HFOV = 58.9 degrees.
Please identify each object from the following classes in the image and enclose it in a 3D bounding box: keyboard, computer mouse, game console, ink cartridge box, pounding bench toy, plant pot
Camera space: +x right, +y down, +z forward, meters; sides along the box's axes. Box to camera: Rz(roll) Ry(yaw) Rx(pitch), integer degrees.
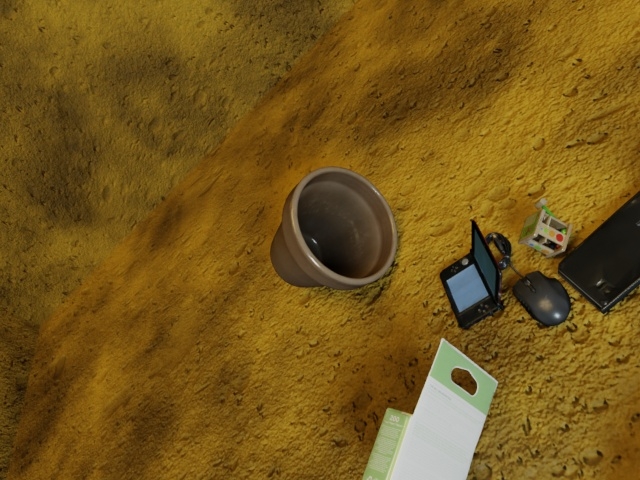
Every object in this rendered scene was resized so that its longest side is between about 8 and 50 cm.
[{"bbox_3d":[0.519,-0.010,0.814,0.317,0.033,0.201,-45,33,11],"label":"keyboard"},{"bbox_3d":[0.337,0.054,0.958,0.071,0.041,0.242,-44,34,12],"label":"computer mouse"},{"bbox_3d":[0.261,0.060,1.001,0.124,0.085,0.144,-36,36,21],"label":"game console"},{"bbox_3d":[0.165,0.281,0.831,0.056,0.171,0.235,-2,57,49],"label":"ink cartridge box"},{"bbox_3d":[0.383,-0.023,0.948,0.083,0.065,0.052,-65,4,-19],"label":"pounding bench toy"},{"bbox_3d":[0.000,0.000,1.250,0.229,0.263,0.263,-33,35,53],"label":"plant pot"}]
